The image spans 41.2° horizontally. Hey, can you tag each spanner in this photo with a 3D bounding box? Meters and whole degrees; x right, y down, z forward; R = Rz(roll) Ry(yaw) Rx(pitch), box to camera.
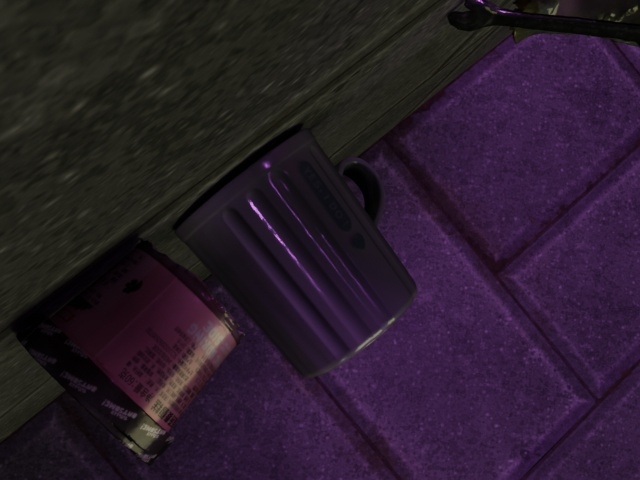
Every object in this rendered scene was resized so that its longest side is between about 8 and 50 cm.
[{"bbox_3d":[0.261,-0.226,0.895,0.054,0.254,0.015,100,-4,-68],"label":"spanner"}]

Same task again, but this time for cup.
[{"bbox_3d":[0.001,0.000,0.852,0.221,0.202,0.167,-38,-177,-13],"label":"cup"}]

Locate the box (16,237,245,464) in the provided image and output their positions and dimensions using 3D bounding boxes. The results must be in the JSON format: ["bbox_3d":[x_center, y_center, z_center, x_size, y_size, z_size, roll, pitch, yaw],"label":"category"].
[{"bbox_3d":[-0.149,0.083,0.703,0.135,0.151,0.151,-48,-177,-16],"label":"box"}]

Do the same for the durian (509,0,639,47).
[{"bbox_3d":[0.364,-0.284,0.901,0.306,0.167,0.172,3,-170,-9],"label":"durian"}]
